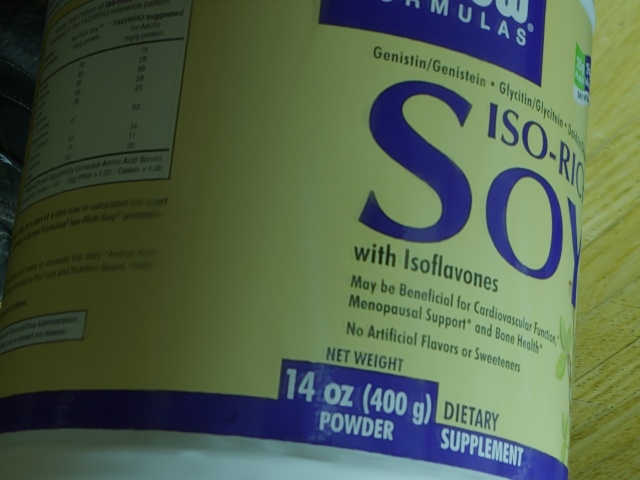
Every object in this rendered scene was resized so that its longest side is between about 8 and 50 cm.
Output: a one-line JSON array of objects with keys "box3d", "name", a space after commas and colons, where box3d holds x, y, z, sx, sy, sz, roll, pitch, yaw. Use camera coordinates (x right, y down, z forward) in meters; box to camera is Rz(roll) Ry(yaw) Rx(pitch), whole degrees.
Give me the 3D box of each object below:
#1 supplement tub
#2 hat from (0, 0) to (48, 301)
[{"box3d": [-0.007, -0.026, 0.672, 0.241, 0.331, 0.241, 5, 165, 1], "name": "supplement tub"}, {"box3d": [-0.256, -0.024, 0.916, 0.331, 0.134, 0.331, -1, 152, 0], "name": "hat"}]
